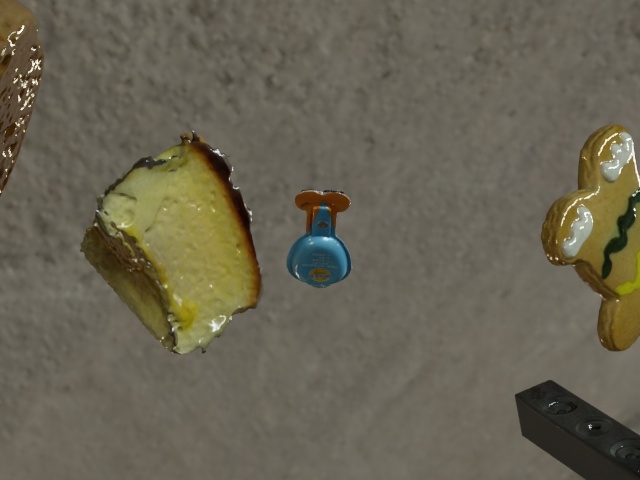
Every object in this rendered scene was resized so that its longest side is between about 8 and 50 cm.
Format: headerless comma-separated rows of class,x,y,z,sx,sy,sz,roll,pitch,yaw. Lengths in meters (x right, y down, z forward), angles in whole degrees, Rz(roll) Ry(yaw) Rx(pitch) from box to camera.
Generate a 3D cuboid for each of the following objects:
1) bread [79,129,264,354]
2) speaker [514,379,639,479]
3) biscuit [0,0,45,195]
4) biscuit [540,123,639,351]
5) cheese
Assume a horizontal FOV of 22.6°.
bread,-0.130,-0.006,1.439,0.140,0.169,0.160,-34,159,-25
speaker,0.232,0.174,1.337,0.040,0.191,0.046,-21,114,-20
biscuit,-0.320,-0.021,1.221,0.359,0.074,0.381,-66,175,37
biscuit,0.268,0.017,1.342,0.240,0.035,0.158,47,62,-38
cheese,0.000,0.001,1.131,0.047,0.017,0.111,2,142,-2
